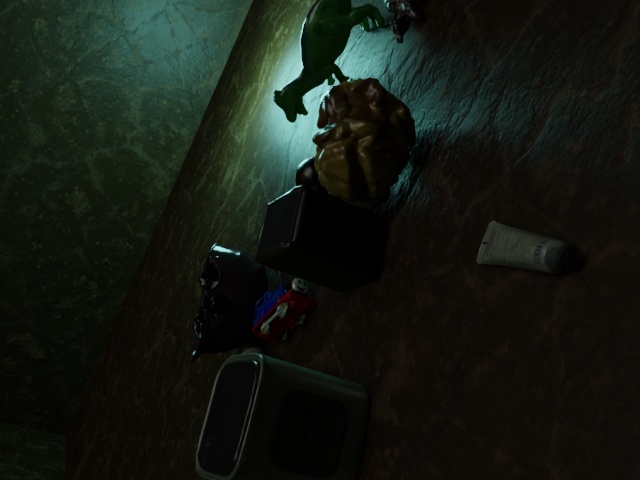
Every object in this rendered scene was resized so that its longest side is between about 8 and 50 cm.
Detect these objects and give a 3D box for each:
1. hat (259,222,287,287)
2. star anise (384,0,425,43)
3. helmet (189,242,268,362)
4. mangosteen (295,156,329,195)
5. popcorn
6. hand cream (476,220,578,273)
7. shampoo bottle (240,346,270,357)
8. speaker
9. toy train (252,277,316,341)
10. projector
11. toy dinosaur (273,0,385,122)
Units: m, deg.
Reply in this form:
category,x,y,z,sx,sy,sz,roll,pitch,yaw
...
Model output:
category,x,y,z,sx,sy,sz,roll,pitch,yaw
hat,-0.110,0.007,1.913,0.219,0.164,0.226,-62,-8,16
star anise,0.223,-0.617,1.823,0.172,0.063,0.208,-49,31,35
helmet,-0.249,0.181,2.011,0.271,0.197,0.338,129,147,-62
mangosteen,0.003,-0.169,1.881,0.140,0.140,0.140,-45,33,42
popcorn,0.090,-0.193,1.600,0.265,0.225,0.332,-80,1,-53
hand cream,0.322,0.016,1.148,0.080,0.050,0.234,-70,20,0
shampoo bottle,-0.144,0.342,1.796,0.092,0.092,0.303,-68,25,4
speaker,0.000,0.000,1.595,0.192,0.231,0.153,-23,51,58
toy train,-0.096,0.174,1.841,0.204,0.083,0.131,-46,31,40
projector,-0.080,0.379,1.441,0.248,0.249,0.248,-19,53,60
toy dinosaur,-0.037,-0.601,1.948,0.374,0.500,0.144,-31,40,0
